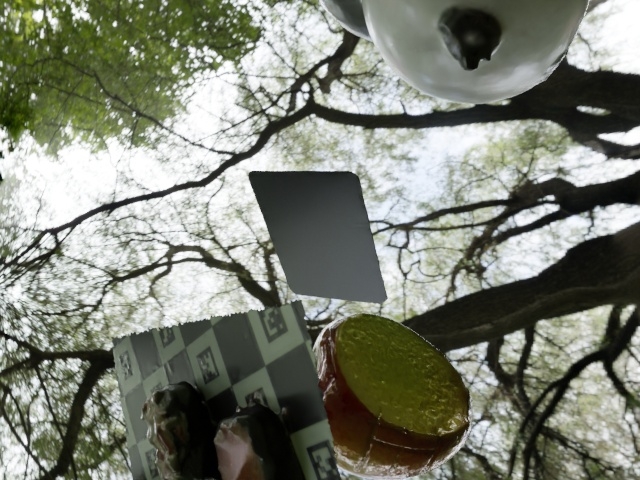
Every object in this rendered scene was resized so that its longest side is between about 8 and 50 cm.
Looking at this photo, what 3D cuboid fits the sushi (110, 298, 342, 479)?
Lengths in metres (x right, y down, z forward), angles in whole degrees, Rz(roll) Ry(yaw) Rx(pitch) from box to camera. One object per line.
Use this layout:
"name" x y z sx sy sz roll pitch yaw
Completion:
"sushi" -0.095 0.154 0.385 0.043 0.279 0.193 -6 -98 -44

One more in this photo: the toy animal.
"toy animal" 0.101 -0.214 0.450 0.187 0.235 0.165 -3 -49 -32

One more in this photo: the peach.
"peach" 0.102 0.258 0.905 0.274 0.245 0.249 21 -119 5

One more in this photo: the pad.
"pad" 0.000 0.000 0.533 0.003 0.112 0.157 -59 -37 -43
